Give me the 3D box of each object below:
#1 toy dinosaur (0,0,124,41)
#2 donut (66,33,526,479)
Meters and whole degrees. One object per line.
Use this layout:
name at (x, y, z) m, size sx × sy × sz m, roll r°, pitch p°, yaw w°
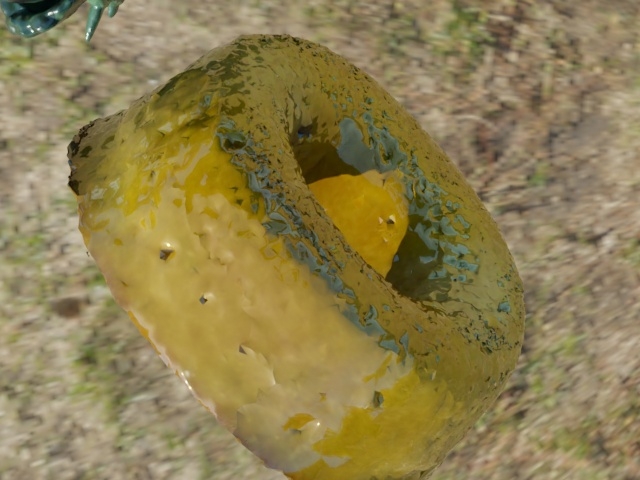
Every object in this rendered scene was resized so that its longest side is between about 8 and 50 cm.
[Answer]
toy dinosaur at (-0.152, -0.193, 1.041) m, size 0.079 × 0.292 × 0.120 m, roll 35°, pitch 77°, yaw 24°
donut at (0.002, 0.002, 1.078) m, size 0.108 × 0.277 × 0.277 m, roll -42°, pitch 79°, yaw 28°
